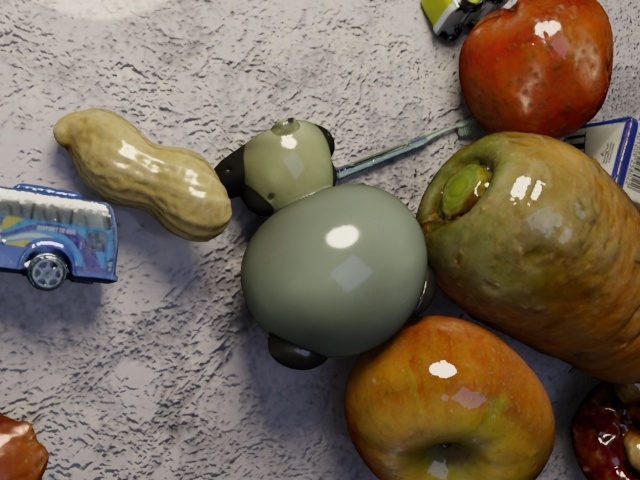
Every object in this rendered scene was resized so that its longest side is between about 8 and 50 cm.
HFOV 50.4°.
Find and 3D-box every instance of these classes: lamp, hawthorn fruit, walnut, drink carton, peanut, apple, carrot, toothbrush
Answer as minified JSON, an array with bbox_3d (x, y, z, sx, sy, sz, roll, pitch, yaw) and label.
[{"bbox_3d":[0.000,0.000,0.701,0.198,0.198,0.243,-24,79,-22],"label":"lamp"},{"bbox_3d":[0.260,-0.188,0.808,0.179,0.179,0.200,-22,102,-23],"label":"hawthorn fruit"},{"bbox_3d":[0.483,0.252,0.919,0.269,0.222,0.243,8,67,-39],"label":"walnut"},{"bbox_3d":[0.472,-0.066,0.934,0.315,0.130,0.106,16,86,-24],"label":"drink carton"},{"bbox_3d":[-0.168,-0.065,0.653,0.187,0.082,0.082,26,81,-6],"label":"peanut"},{"bbox_3d":[0.139,0.182,0.755,0.210,0.173,0.235,-25,118,22],"label":"apple"},{"bbox_3d":[0.276,0.025,0.792,0.341,0.224,0.224,33,78,-24],"label":"carrot"},{"bbox_3d":[0.109,-0.113,0.827,0.220,0.016,0.019,-22,109,-24],"label":"toothbrush"}]

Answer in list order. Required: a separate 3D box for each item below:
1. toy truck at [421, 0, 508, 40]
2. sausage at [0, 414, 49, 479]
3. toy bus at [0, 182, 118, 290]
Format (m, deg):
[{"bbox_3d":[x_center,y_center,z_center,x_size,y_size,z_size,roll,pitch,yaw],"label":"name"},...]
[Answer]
[{"bbox_3d":[0.178,-0.301,0.827,0.111,0.076,0.077,-26,80,-22],"label":"toy truck"},{"bbox_3d":[-0.397,0.264,0.565,0.348,0.094,0.097,-29,90,-19],"label":"sausage"},{"bbox_3d":[-0.300,-0.009,0.606,0.237,0.079,0.094,8,87,-25],"label":"toy bus"}]
